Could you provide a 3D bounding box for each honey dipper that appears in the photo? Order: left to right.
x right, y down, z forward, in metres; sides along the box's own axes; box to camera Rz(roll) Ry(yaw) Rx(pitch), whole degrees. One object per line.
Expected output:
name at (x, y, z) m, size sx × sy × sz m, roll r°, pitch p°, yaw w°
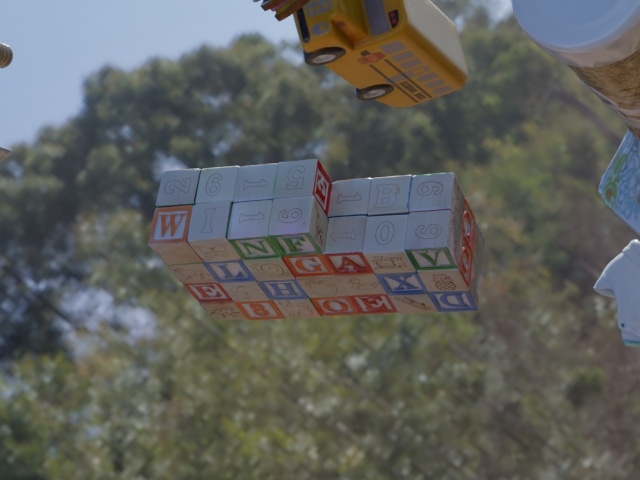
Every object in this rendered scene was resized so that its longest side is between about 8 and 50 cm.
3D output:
honey dipper at (-0.416, -0.233, 1.886) m, size 0.030 × 0.030 × 0.160 m, roll -53°, pitch -21°, yaw 8°

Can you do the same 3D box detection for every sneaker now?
sneaker at (0.390, 0.098, 1.835) m, size 0.094 × 0.212 × 0.080 m, roll -43°, pitch -44°, yaw 11°

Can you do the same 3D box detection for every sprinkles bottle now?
sprinkles bottle at (0.279, -0.174, 1.420) m, size 0.121 × 0.121 × 0.355 m, roll -53°, pitch -27°, yaw 7°

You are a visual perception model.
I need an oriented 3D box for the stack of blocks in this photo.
stack of blocks at (0.000, 0.000, 1.615) m, size 0.171 × 0.297 × 0.087 m, roll 57°, pitch -144°, yaw -54°

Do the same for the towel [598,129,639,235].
towel at (0.560, -0.122, 2.259) m, size 0.321 × 0.090 × 0.374 m, roll -67°, pitch 28°, yaw 18°

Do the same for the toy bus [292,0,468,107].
toy bus at (0.072, -0.260, 2.018) m, size 0.130 × 0.108 × 0.332 m, roll -17°, pitch -15°, yaw 18°

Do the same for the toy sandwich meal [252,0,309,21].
toy sandwich meal at (-0.018, -0.205, 1.272) m, size 0.085 × 0.029 × 0.085 m, roll -35°, pitch 14°, yaw 10°

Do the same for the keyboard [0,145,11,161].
keyboard at (-0.480, -0.116, 1.879) m, size 0.072 × 0.014 × 0.256 m, roll -38°, pitch -32°, yaw 26°
